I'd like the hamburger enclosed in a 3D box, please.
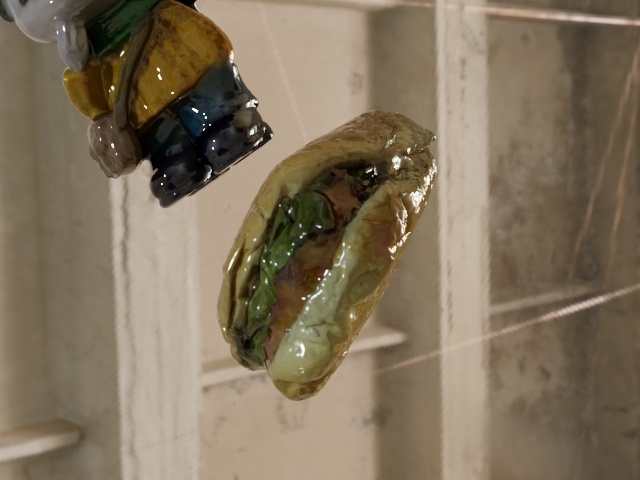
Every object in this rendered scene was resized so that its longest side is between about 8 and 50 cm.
[{"bbox_3d":[0.002,0.001,1.128,0.329,0.162,0.209,-58,-8,1],"label":"hamburger"}]

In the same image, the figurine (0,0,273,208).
[{"bbox_3d":[-0.175,-0.197,0.948,0.332,0.185,0.204,48,-153,-16],"label":"figurine"}]
